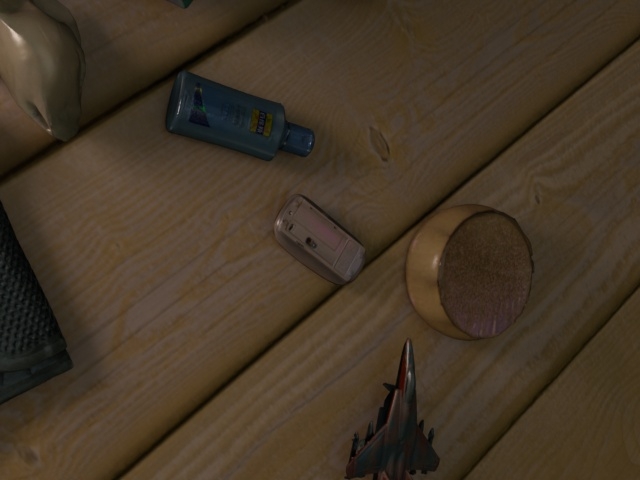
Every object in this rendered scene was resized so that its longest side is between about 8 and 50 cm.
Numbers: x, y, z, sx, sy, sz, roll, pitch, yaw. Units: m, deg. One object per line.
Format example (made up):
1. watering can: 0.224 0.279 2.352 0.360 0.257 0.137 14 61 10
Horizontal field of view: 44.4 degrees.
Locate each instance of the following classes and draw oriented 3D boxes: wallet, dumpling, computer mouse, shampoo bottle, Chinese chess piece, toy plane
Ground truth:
1. wallet: -0.512 0.081 1.086 0.237 0.075 0.342 -28 105 -31
2. dumpling: -0.394 -0.260 1.135 0.151 0.124 0.229 -44 124 -62
3. computer mouse: -0.001 0.000 1.407 0.199 0.044 0.102 37 73 -27
4. shampoo bottle: -0.127 -0.198 1.318 0.258 0.061 0.104 14 85 -31
5. Chinese chess piece: 0.297 0.063 1.551 0.269 0.112 0.270 -1 93 -31
6. toy plane: 0.141 0.345 1.469 0.222 0.104 0.327 6 84 -32

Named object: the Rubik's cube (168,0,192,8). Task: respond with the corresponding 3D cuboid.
1. Rubik's cube: -0.238 -0.481 1.156 0.224 0.213 0.266 -10 99 -32
